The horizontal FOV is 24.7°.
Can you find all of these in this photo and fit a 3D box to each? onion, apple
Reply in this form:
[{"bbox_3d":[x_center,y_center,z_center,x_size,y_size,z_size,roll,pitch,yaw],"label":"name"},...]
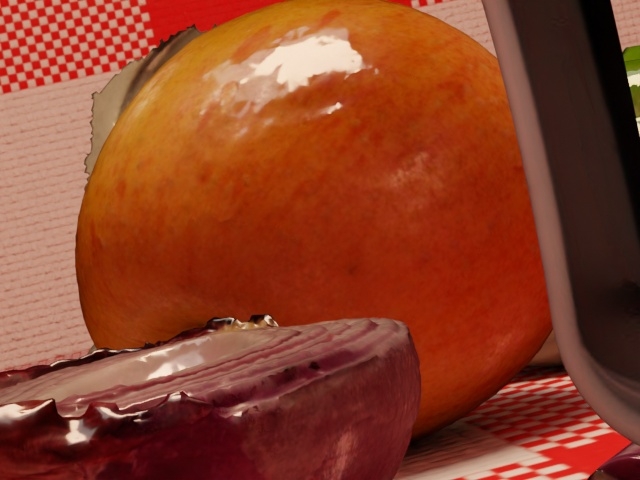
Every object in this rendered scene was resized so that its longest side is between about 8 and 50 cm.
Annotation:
[{"bbox_3d":[-0.086,0.104,0.620,0.227,0.120,0.283,-10,-1,31],"label":"onion"},{"bbox_3d":[0.000,0.000,0.919,0.299,0.299,0.275,-11,27,51],"label":"apple"}]

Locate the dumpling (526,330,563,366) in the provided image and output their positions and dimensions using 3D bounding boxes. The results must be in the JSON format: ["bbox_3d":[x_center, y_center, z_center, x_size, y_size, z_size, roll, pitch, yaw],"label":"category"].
[{"bbox_3d":[0.180,0.039,1.139,0.252,0.131,0.179,8,-8,40],"label":"dumpling"}]

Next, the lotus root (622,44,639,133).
[{"bbox_3d":[0.295,-0.052,0.998,0.186,0.186,0.186,-13,1,0],"label":"lotus root"}]

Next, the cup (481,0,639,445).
[{"bbox_3d":[0.195,-0.059,0.371,0.331,0.311,0.257,-13,5,17],"label":"cup"}]

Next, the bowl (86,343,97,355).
[{"bbox_3d":[-0.117,0.106,1.278,0.211,0.112,0.211,-11,2,0],"label":"bowl"}]

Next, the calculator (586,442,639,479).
[{"bbox_3d":[0.213,0.084,0.578,0.190,0.034,0.126,-5,5,36],"label":"calculator"}]

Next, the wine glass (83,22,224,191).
[{"bbox_3d":[-0.012,-0.046,1.249,0.238,0.238,0.323,-12,-26,28],"label":"wine glass"}]
